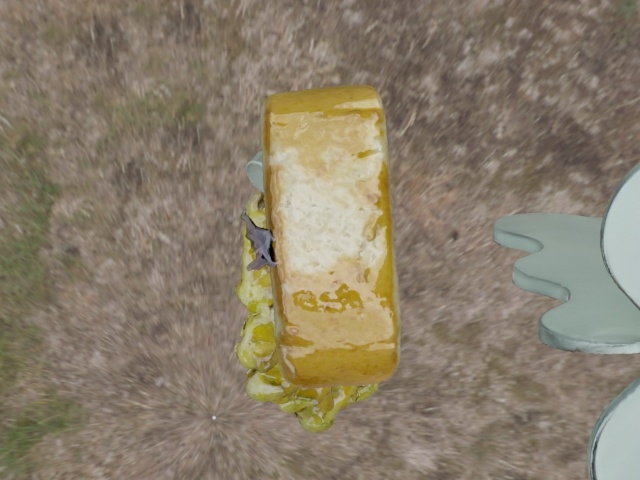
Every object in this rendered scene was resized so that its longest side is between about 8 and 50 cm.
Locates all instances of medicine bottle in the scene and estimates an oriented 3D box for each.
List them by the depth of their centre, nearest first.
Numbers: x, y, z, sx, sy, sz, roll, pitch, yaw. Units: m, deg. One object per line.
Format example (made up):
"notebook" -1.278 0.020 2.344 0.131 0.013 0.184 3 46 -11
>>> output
"medicine bottle" -0.040 -0.093 1.491 0.047 0.047 0.083 40 58 1

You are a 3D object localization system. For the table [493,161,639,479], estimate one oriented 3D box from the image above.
"table" 0.159 0.013 0.539 0.166 0.198 0.166 0 103 1

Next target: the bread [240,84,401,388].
"bread" 0.000 0.000 0.690 0.073 0.122 0.149 -4 83 0

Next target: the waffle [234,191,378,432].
"waffle" 0.001 0.024 1.152 0.051 0.291 0.291 5 81 24
